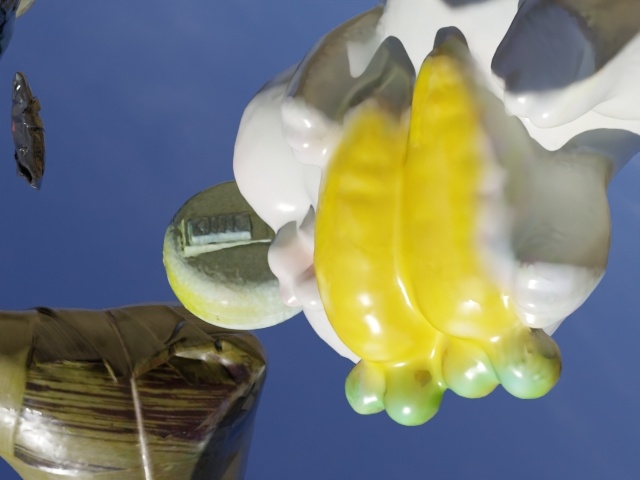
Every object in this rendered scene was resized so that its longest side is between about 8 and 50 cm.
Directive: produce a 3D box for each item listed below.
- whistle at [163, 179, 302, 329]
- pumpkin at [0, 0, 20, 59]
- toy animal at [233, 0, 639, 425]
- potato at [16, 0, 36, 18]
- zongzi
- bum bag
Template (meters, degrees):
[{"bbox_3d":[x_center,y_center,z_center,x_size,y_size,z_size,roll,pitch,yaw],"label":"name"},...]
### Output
[{"bbox_3d":[0.000,0.000,0.956,0.057,0.198,0.104,85,178,-50],"label":"whistle"},{"bbox_3d":[-0.216,-0.087,0.650,0.152,0.211,0.212,43,-158,15],"label":"pumpkin"},{"bbox_3d":[0.070,-0.052,0.663,0.183,0.310,0.247,34,-136,12],"label":"toy animal"},{"bbox_3d":[-0.334,-0.321,1.330,0.221,0.243,0.326,3,-126,-49],"label":"potato"},{"bbox_3d":[-0.197,0.171,1.104,0.300,0.273,0.145,1,-158,-26],"label":"zongzi"},{"bbox_3d":[-0.301,-0.112,1.570,0.058,0.034,0.124,-161,66,-81],"label":"bum bag"}]
